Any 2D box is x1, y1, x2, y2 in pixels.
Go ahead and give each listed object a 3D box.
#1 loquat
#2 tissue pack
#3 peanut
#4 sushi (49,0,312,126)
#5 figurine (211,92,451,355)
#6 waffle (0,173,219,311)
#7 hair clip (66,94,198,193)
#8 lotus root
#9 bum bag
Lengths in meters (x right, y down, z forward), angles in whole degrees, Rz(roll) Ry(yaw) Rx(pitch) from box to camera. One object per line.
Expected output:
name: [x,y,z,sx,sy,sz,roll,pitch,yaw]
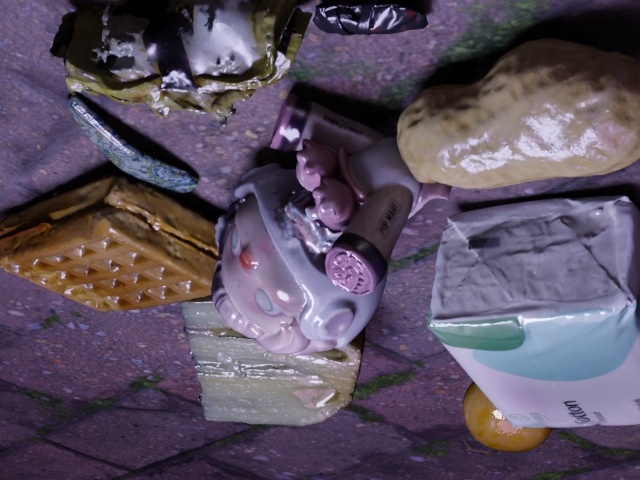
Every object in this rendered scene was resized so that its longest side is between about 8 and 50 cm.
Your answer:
loquat: [0.302,0.268,2.045,0.163,0.137,0.163,-7,147,-4]
tissue pack: [0.323,0.105,1.683,0.266,0.194,0.356,-7,148,25]
peanut: [0.215,-0.133,1.347,0.318,0.148,0.147,-6,149,42]
sushi: [-0.150,-0.202,1.338,0.290,0.139,0.131,1,143,18]
figurine: [0.002,0.008,1.569,0.211,0.253,0.361,4,148,-25]
waffle: [-0.297,0.015,1.793,0.224,0.098,0.327,31,150,-35]
hair clip: [-0.241,-0.111,1.630,0.066,0.036,0.229,-6,148,38]
lotus root: [-0.058,0.142,1.931,0.260,0.149,0.267,0,132,9]
bum bag: [0.050,-0.230,1.325,0.124,0.034,0.058,-2,163,22]
